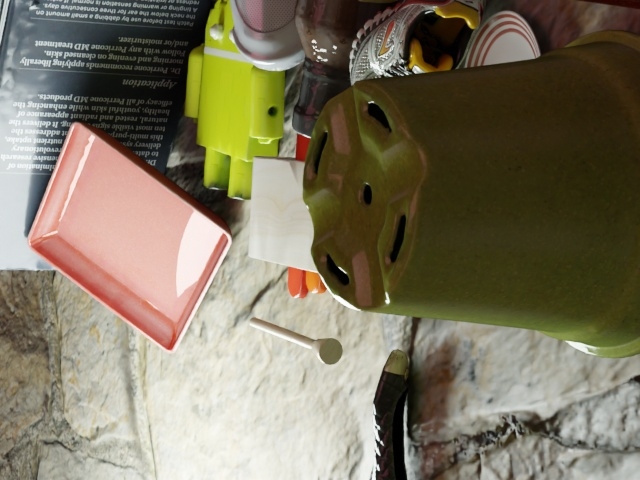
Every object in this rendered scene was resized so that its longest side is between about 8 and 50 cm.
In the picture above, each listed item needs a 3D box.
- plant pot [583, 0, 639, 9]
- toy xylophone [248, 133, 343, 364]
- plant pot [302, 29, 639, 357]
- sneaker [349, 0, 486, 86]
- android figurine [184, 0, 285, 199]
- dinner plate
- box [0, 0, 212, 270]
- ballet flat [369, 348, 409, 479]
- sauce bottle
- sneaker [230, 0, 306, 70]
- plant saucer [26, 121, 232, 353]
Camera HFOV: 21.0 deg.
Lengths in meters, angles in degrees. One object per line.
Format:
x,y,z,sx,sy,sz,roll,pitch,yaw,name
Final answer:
0.248,-0.317,1.220,0.236,0.267,0.267,-117,36,-64,plant pot
0.000,0.000,1.874,0.322,0.081,0.236,28,114,61,toy xylophone
0.134,-0.036,1.393,0.276,0.254,0.276,6,97,61,plant pot
0.089,-0.186,1.672,0.225,0.088,0.093,125,158,-49,sneaker
-0.101,-0.192,2.124,0.248,0.056,0.273,-154,66,-62,android figurine
0.173,-0.143,1.604,0.141,0.017,0.141,-10,79,64,dinner plate
-0.402,-0.281,2.464,0.480,0.297,0.472,59,138,46,box
0.079,0.197,1.760,0.049,0.057,0.173,5,95,23,ballet flat
0.030,-0.275,1.794,0.111,0.111,0.344,43,125,57,sauce bottle
-0.065,-0.375,1.838,0.137,0.210,0.366,5,85,23,sneaker
-0.247,-0.010,2.276,0.258,0.048,0.259,36,135,7,plant saucer
